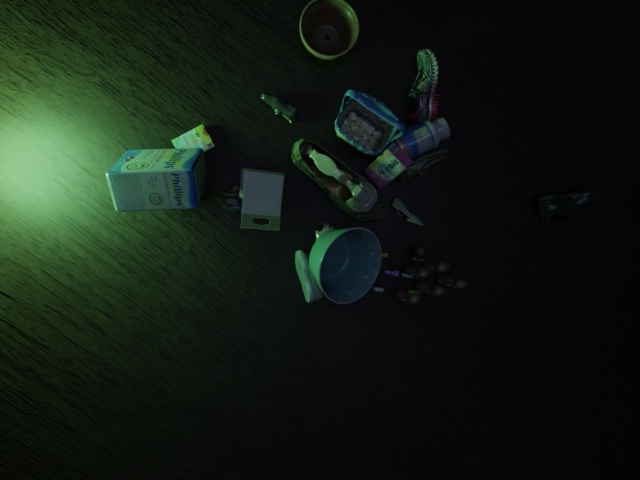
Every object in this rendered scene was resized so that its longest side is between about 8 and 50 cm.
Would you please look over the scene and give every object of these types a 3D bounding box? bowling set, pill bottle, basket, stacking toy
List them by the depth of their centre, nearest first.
[{"bbox_3d":[0.180,-0.459,1.571,0.255,0.289,0.201,34,89,-8],"label":"basket"},{"bbox_3d":[0.436,0.134,1.656,0.287,0.154,0.200,-19,101,-21],"label":"bowling set"},{"bbox_3d":[0.407,-0.416,1.656,0.221,0.124,0.124,-25,95,-3],"label":"pill bottle"},{"bbox_3d":[0.334,0.142,1.734,0.221,0.052,0.167,7,92,-7],"label":"stacking toy"}]

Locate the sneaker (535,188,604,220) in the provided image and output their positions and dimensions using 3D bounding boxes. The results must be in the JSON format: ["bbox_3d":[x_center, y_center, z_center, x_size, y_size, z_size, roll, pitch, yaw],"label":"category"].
[{"bbox_3d":[1.096,-0.156,1.785,0.286,0.109,0.130,-8,100,4],"label":"sneaker"}]

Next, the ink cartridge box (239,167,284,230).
[{"bbox_3d":[-0.240,-0.164,1.630,0.171,0.056,0.235,3,96,-27],"label":"ink cartridge box"}]

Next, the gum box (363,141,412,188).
[{"bbox_3d":[0.268,-0.300,1.647,0.107,0.188,0.062,44,55,-5],"label":"gum box"}]

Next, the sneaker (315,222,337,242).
[{"bbox_3d":[0.000,0.000,1.697,0.075,0.057,0.161,35,89,9],"label":"sneaker"}]

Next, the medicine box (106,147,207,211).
[{"bbox_3d":[-0.585,-0.232,1.497,0.289,0.263,0.149,-4,120,-6],"label":"medicine box"}]

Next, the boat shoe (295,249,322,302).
[{"bbox_3d":[-0.047,0.144,1.690,0.076,0.083,0.226,-16,101,-24],"label":"boat shoe"}]

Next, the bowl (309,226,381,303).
[{"bbox_3d":[0.077,0.079,1.614,0.311,0.163,0.311,-14,114,-33],"label":"bowl"}]

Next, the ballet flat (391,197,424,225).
[{"bbox_3d":[0.373,-0.114,1.734,0.168,0.057,0.052,44,115,-3],"label":"ballet flat"}]

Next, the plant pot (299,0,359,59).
[{"bbox_3d":[0.032,-0.837,1.629,0.237,0.110,0.237,0,93,-5],"label":"plant pot"}]

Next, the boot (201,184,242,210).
[{"bbox_3d":[-0.398,-0.158,1.628,0.219,0.082,0.106,-9,91,-7],"label":"boot"}]

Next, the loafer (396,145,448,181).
[{"bbox_3d":[0.422,-0.324,1.713,0.251,0.094,0.087,-21,119,4],"label":"loafer"}]

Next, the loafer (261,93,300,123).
[{"bbox_3d":[-0.169,-0.538,1.647,0.170,0.062,0.061,26,94,-5],"label":"loafer"}]

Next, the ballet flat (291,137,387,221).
[{"bbox_3d":[0.082,-0.235,1.625,0.483,0.182,0.164,38,87,-7],"label":"ballet flat"}]

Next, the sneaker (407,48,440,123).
[{"bbox_3d":[0.423,-0.638,1.675,0.112,0.121,0.299,-2,93,-4],"label":"sneaker"}]

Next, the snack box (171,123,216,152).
[{"bbox_3d":[-0.508,-0.388,1.628,0.141,0.037,0.100,-29,94,-4],"label":"snack box"}]
